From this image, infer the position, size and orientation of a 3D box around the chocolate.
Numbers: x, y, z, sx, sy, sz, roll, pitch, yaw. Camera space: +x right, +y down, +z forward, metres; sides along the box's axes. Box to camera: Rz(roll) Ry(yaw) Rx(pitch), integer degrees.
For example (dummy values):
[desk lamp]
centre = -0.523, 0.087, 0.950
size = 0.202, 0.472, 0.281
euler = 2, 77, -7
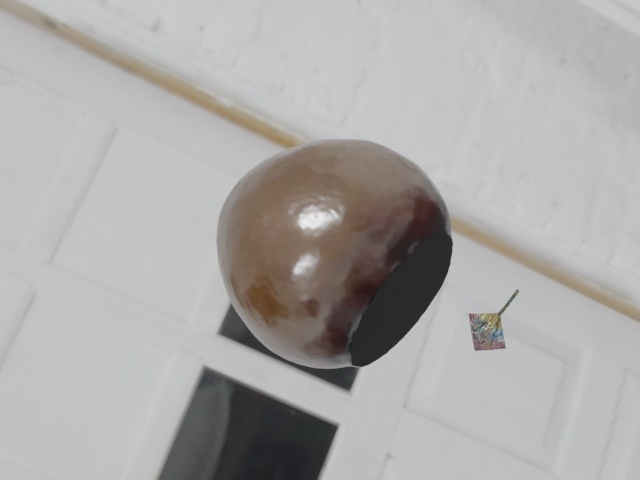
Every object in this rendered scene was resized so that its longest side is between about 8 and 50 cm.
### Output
[chocolate]
centre = 0.000, 0.000, 0.764
size = 0.177, 0.177, 0.177
euler = -59, 14, 25

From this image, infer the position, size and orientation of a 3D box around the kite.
[kite]
centre = 0.167, 0.078, 0.998
size = 0.078, 0.044, 0.002
euler = -23, -7, -30
